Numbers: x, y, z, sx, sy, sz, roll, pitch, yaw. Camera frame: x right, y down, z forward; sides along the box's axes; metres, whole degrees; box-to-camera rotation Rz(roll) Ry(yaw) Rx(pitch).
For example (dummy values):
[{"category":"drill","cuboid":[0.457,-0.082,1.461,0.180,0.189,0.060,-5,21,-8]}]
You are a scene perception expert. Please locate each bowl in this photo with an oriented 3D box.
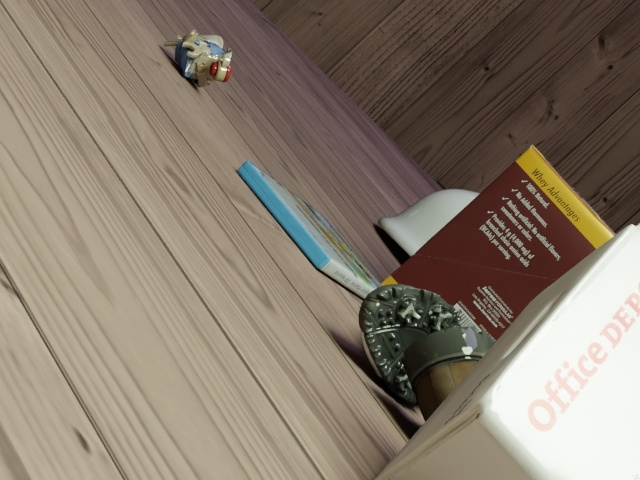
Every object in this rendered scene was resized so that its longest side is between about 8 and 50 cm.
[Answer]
[{"category":"bowl","cuboid":[0.217,0.033,2.174,0.298,0.134,0.298,43,2,-2]}]

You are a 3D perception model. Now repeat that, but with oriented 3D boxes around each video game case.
[{"category":"video game case","cuboid":[0.000,0.000,1.583,0.119,0.015,0.166,50,7,27]}]

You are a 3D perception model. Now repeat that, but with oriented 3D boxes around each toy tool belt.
[{"category":"toy tool belt","cuboid":[-0.116,-0.169,1.742,0.051,0.052,0.083,11,16,-19]}]

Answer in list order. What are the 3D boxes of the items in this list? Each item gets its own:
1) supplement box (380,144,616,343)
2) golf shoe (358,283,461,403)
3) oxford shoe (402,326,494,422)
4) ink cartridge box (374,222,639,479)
[{"category":"supplement box","cuboid":[0.191,0.050,1.731,0.191,0.194,0.129,48,6,9]},{"category":"golf shoe","cuboid":[0.065,0.077,1.363,0.094,0.077,0.198,28,-8,38]},{"category":"oxford shoe","cuboid":[0.124,0.147,1.306,0.227,0.083,0.096,38,30,-53]},{"category":"ink cartridge box","cuboid":[0.192,0.155,1.020,0.273,0.115,0.198,47,48,0]}]
